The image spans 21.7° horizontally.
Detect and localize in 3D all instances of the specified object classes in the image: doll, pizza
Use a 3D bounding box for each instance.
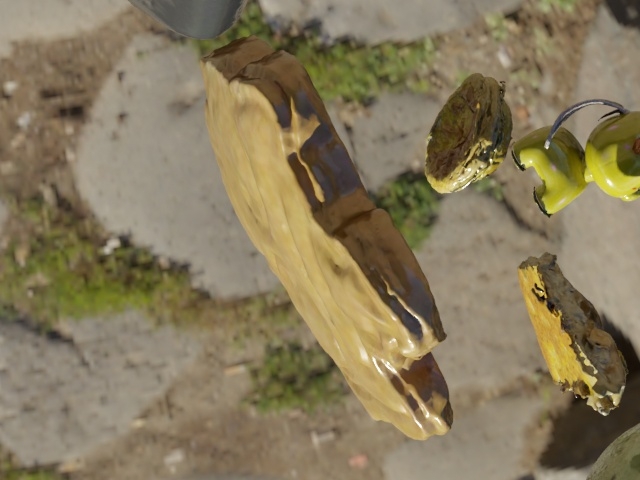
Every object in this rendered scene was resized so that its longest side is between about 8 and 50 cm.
[{"bbox_3d":[0.354,-0.112,2.024,0.221,0.135,0.143,-23,-178,32],"label":"doll"},{"bbox_3d":[0.283,0.105,1.851,0.071,0.297,0.189,-19,97,2],"label":"pizza"}]

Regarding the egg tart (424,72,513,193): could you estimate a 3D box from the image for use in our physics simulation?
[{"bbox_3d":[0.149,-0.102,1.611,0.052,0.130,0.130,20,126,-20],"label":"egg tart"}]

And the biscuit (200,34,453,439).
[{"bbox_3d":[-0.004,0.002,1.055,0.051,0.376,0.269,-28,107,-9],"label":"biscuit"}]

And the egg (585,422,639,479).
[{"bbox_3d":[0.443,0.342,1.958,0.288,0.287,0.379,-19,171,2],"label":"egg"}]

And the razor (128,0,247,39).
[{"bbox_3d":[-0.149,-0.316,1.561,0.113,0.204,0.349,-51,173,-12],"label":"razor"}]
